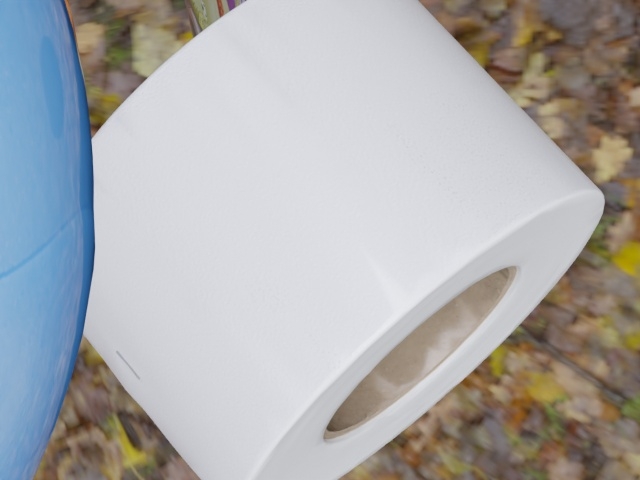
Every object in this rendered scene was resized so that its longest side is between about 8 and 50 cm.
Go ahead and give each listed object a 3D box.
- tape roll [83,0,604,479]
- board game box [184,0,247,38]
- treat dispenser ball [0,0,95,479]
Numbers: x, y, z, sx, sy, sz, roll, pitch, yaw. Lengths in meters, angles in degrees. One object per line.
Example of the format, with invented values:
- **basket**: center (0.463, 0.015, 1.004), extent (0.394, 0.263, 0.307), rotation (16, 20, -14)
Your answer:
- **tape roll**: center (0.000, 0.000, 0.979), extent (0.246, 0.246, 0.169), rotation (-39, 75, -5)
- **board game box**: center (-0.033, -0.114, 1.218), extent (0.056, 0.208, 0.346), rotation (-17, 104, -20)
- **treat dispenser ball**: center (-0.188, -0.012, 0.368), extent (0.288, 0.288, 0.288), rotation (-1, 96, -11)
